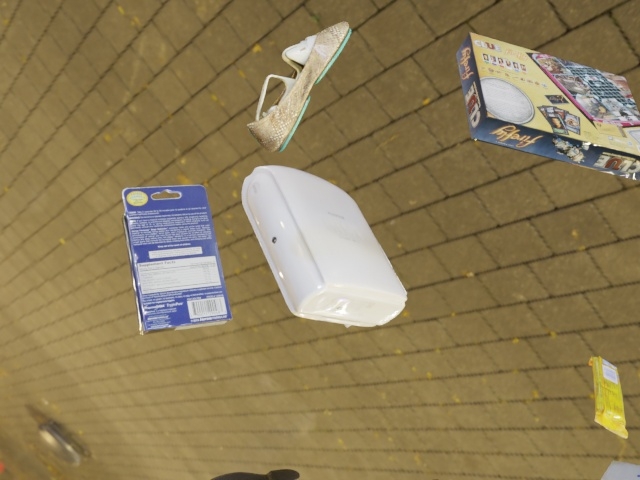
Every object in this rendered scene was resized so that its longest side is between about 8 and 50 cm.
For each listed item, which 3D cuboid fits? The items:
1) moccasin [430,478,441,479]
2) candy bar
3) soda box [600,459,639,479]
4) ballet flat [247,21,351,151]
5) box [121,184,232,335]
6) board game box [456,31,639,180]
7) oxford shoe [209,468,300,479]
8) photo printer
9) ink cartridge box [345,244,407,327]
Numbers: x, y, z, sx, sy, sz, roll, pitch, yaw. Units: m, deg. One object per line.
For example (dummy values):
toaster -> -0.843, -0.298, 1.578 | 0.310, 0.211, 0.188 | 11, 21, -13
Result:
moccasin -> 0.100, 0.520, 1.223 | 0.139, 0.147, 0.380 | 58, 141, 22
candy bar -> 0.339, 0.180, 0.905 | 0.040, 0.161, 0.018 | 29, 113, 6
soda box -> 0.301, 0.348, 0.785 | 0.098, 0.286, 0.091 | 1, 112, 42
ballet flat -> -0.034, -0.219, 1.036 | 0.067, 0.206, 0.073 | 30, 177, -16
box -> -0.223, 0.025, 1.170 | 0.036, 0.136, 0.225 | -41, 58, 59
board game box -> 0.303, -0.174, 0.994 | 0.243, 0.165, 0.042 | 12, 140, -15
oxford shoe -> -0.153, 0.564, 1.714 | 0.076, 0.212, 0.076 | -121, 33, -75
photo printer -> 0.000, 0.000, 1.374 | 0.107, 0.256, 0.307 | -43, 54, 25
ink cartridge box -> 0.070, 0.066, 1.554 | 0.179, 0.145, 0.045 | 61, 175, 9
